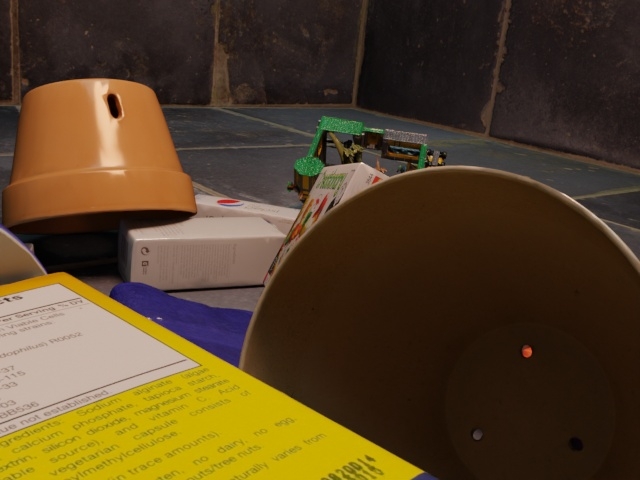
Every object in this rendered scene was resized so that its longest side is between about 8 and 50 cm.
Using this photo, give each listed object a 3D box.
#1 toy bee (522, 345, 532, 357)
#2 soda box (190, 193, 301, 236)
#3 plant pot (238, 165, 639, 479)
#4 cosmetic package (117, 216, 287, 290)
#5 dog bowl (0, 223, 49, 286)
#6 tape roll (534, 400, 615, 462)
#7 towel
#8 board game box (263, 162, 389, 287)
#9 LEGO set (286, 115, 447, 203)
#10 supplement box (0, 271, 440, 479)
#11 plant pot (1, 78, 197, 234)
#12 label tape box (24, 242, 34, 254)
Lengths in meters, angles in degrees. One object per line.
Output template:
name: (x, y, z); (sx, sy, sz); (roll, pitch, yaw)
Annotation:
toy bee: (0.176, 0.088, 0.779); (0.298, 0.195, 0.162); (-3, -8, -1)
soda box: (-0.127, -0.026, 1.277); (0.216, 0.074, 0.069); (9, 17, 12)
plant pot: (0.110, 0.114, 0.499); (0.284, 0.284, 0.191); (19, -2, 37)
cosmetic package: (-0.178, 0.017, 1.103); (0.231, 0.085, 0.117); (0, 17, -25)
dog bowl: (-0.325, 0.082, 0.518); (0.104, 0.265, 0.265); (24, 24, 39)
tape roll: (0.245, 0.171, 0.632); (0.189, 0.080, 0.189); (0, -5, 0)
towel: (-0.074, 0.139, 0.689); (0.228, 0.076, 0.308); (16, 9, -27)
board game box: (0.000, 0.000, 0.926); (0.053, 0.193, 0.305); (28, 0, -9)
LEGO set: (0.097, -0.118, 1.591); (0.331, 0.192, 0.255); (4, 46, 2)
supplement box: (-0.132, 0.174, 0.405); (0.356, 0.195, 0.194); (20, 21, 37)
plant pot: (-0.348, -0.126, 1.144); (0.291, 0.203, 0.291); (-7, -4, 0)
label tape box: (-0.445, 0.065, 0.798); (0.240, 0.106, 0.333); (1, 18, -14)
